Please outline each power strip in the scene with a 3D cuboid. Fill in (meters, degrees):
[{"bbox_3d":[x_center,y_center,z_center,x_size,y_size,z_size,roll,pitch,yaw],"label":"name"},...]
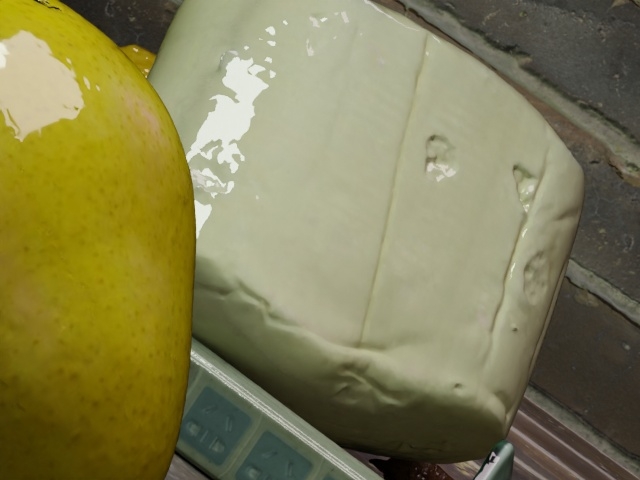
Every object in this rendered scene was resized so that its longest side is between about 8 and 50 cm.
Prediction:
[{"bbox_3d":[-0.046,0.170,1.258,0.272,0.078,0.052,36,8,9],"label":"power strip"}]

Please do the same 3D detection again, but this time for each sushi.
[{"bbox_3d":[0.098,0.248,1.563,0.118,0.061,0.060,49,-40,-12],"label":"sushi"}]

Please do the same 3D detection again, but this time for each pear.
[{"bbox_3d":[-0.202,0.012,0.878,0.285,0.285,0.336,29,38,-44],"label":"pear"}]

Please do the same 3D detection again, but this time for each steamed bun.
[{"bbox_3d":[0.000,0.000,1.465,0.456,0.371,0.290,33,-25,-26],"label":"steamed bun"}]

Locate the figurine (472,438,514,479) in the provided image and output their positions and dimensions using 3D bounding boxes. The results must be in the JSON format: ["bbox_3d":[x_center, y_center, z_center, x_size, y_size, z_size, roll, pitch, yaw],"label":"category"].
[{"bbox_3d":[0.225,0.292,1.048,0.340,0.231,0.323,29,14,13],"label":"figurine"}]

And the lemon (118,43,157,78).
[{"bbox_3d":[-0.209,-0.087,1.639,0.233,0.233,0.288,35,-17,7],"label":"lemon"}]
